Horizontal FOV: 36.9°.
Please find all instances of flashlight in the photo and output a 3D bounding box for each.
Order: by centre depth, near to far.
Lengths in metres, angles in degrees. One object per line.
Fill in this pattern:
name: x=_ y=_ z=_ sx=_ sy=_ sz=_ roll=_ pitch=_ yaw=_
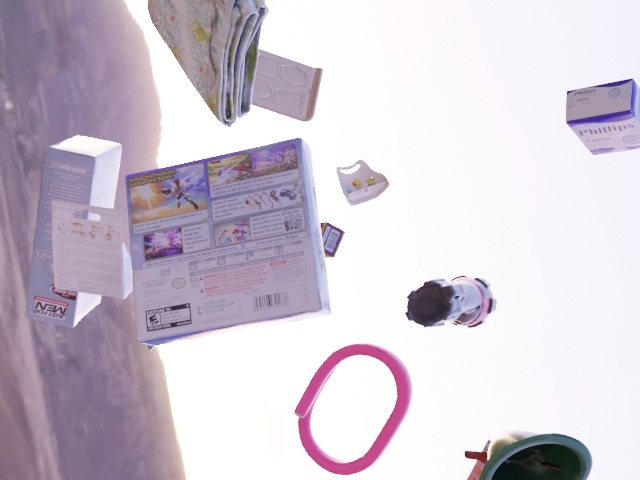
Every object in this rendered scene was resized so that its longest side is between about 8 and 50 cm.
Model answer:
flashlight: x=0.230 y=0.112 z=1.705 sx=0.304 sy=0.103 sz=0.103 roll=1 pitch=101 yaw=-65

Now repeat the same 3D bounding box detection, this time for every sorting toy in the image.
sorting toy: x=0.064 y=-0.104 z=1.650 sx=0.045 sy=0.083 sz=0.075 roll=105 pitch=-37 yaw=-61
sorting toy: x=-0.107 y=-0.369 z=2.275 sx=0.038 sy=0.208 sz=0.193 roll=111 pitch=-9 yaw=-49

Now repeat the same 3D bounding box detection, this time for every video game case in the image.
video game case: x=-0.131 y=0.004 z=1.332 sx=0.061 sy=0.270 sz=0.244 roll=38 pitch=43 yaw=-70

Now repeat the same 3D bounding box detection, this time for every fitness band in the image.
fitness band: x=0.067 y=0.349 z=2.001 sx=0.290 sy=0.209 sz=0.054 roll=-60 pitch=163 yaw=10

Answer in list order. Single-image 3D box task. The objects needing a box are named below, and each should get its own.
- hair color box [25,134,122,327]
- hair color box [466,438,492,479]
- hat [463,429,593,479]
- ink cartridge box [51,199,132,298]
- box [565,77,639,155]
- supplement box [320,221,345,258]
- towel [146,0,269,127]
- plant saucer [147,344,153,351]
hair color box: x=-0.528 y=-0.023 z=2.057 sx=0.185 sy=0.114 sz=0.374 roll=-66 pitch=167 yaw=-75
hair color box: x=0.342 y=0.496 z=1.922 sx=0.167 sy=0.093 sz=0.053 roll=-62 pitch=-170 yaw=3
hat: x=0.314 y=0.324 z=1.562 sx=0.173 sy=0.209 sz=0.183 roll=55 pitch=13 yaw=-31
ink cartridge box: x=-0.427 y=0.013 z=1.786 sx=0.045 sy=0.146 sz=0.179 roll=-54 pitch=150 yaw=-68
box: x=0.529 y=-0.221 z=1.739 sx=0.126 sy=0.137 sz=0.072 roll=-7 pitch=-117 yaw=37
supplement box: x=0.000 y=0.000 z=1.697 sx=0.083 sy=0.043 sz=0.055 roll=-6 pitch=-121 yaw=63
towel: x=-0.225 y=-0.435 z=1.753 sx=0.374 sy=0.090 sz=0.320 roll=57 pitch=-28 yaw=25
plant saucer: x=-0.245 y=0.117 z=1.697 sx=0.018 sy=0.192 sz=0.067 roll=40 pitch=-46 yaw=-2
